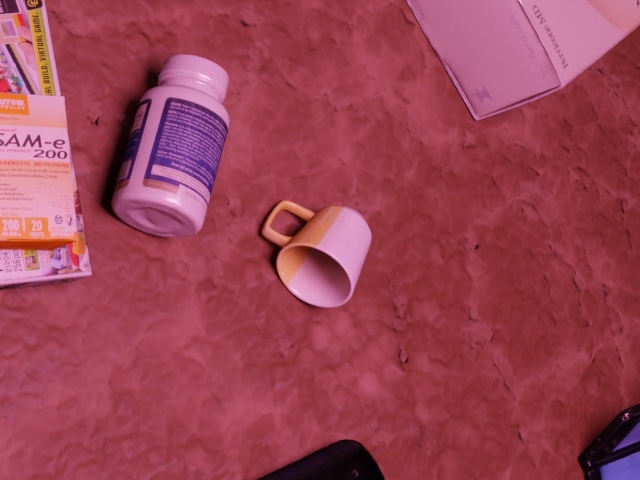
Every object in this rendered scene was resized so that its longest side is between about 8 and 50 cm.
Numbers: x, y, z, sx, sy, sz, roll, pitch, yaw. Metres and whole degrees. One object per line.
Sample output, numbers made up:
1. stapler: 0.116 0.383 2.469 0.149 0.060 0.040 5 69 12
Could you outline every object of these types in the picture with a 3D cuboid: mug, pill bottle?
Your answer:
1. mug: 0.004 0.001 1.404 0.078 0.062 0.064 54 45 -23
2. pill bottle: -0.102 -0.068 1.330 0.067 0.067 0.120 28 64 -30

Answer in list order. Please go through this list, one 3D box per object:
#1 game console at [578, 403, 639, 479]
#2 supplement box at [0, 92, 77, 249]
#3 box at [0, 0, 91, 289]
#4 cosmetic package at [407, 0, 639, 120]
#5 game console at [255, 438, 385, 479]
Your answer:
1. game console: 0.283 0.184 1.573 0.122 0.107 0.071 -14 60 -40
2. supplement box: -0.197 -0.045 1.221 0.062 0.036 0.098 0 79 -39
3. box: -0.225 -0.069 1.253 0.114 0.036 0.207 -7 83 -39
4. cosmetic package: 0.216 -0.250 1.598 0.309 0.113 0.160 -40 105 -38
5. game console: -0.047 0.355 1.286 0.386 0.060 0.342 -21 87 -40
